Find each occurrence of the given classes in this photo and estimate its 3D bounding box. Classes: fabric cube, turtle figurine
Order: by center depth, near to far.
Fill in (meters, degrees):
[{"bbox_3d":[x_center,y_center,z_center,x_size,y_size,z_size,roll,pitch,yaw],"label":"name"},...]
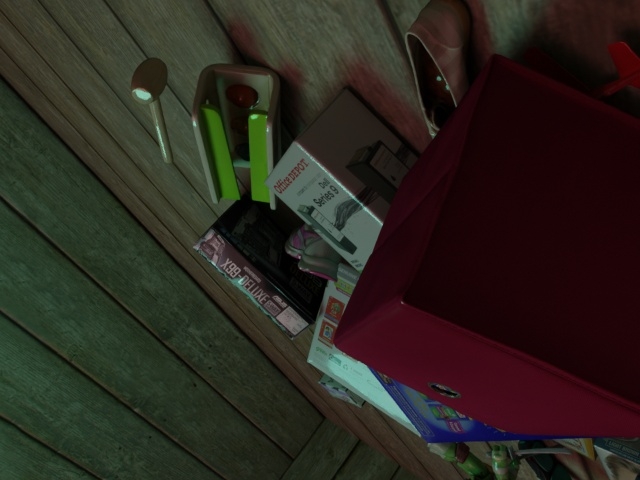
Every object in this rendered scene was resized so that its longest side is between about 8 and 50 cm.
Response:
[{"bbox_3d":[0.194,0.032,0.542,0.254,0.259,0.258,26,159,-2],"label":"fabric cube"},{"bbox_3d":[0.398,0.486,1.218,0.266,0.274,0.198,27,-164,26],"label":"turtle figurine"}]

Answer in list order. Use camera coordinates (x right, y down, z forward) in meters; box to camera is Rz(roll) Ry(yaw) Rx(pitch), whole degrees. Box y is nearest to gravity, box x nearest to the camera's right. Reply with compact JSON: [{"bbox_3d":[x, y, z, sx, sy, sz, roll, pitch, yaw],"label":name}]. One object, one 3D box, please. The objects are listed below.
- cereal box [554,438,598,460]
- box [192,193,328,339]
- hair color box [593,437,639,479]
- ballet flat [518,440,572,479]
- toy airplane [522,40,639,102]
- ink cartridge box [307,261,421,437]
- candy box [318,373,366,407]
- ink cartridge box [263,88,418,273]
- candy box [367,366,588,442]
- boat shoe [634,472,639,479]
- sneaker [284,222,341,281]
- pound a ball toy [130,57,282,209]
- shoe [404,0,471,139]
[{"bbox_3d":[0.444,0.342,1.097,0.240,0.047,0.173,21,153,42],"label":"cereal box"},{"bbox_3d":[-0.124,0.052,1.251,0.307,0.076,0.242,44,-158,-9],"label":"box"},{"bbox_3d":[0.608,0.428,0.911,0.174,0.105,0.347,12,145,51],"label":"hair color box"},{"bbox_3d":[0.558,0.566,1.327,0.203,0.074,0.074,51,158,-11],"label":"ballet flat"},{"bbox_3d":[0.257,-0.132,0.488,0.151,0.028,0.151,33,159,15],"label":"toy airplane"},{"bbox_3d":[0.150,0.205,1.142,0.310,0.130,0.271,27,116,31],"label":"ink cartridge box"},{"bbox_3d":[0.107,0.350,1.481,0.070,0.196,0.165,47,158,-16],"label":"candy box"},{"bbox_3d":[0.071,-0.059,0.823,0.289,0.121,0.211,43,160,-6],"label":"ink cartridge box"},{"bbox_3d":[0.268,0.200,0.840,0.317,0.122,0.268,-13,127,32],"label":"candy box"},{"bbox_3d":[0.524,0.412,0.795,0.083,0.065,0.183,13,139,50],"label":"boat shoe"},{"bbox_3d":[0.000,0.000,1.112,0.103,0.111,0.252,20,-173,-19],"label":"sneaker"},{"bbox_3d":[-0.171,-0.191,0.911,0.208,0.135,0.319,6,154,0],"label":"pound a ball toy"},{"bbox_3d":[0.135,-0.160,0.599,0.077,0.058,0.219,24,154,36],"label":"shoe"}]
